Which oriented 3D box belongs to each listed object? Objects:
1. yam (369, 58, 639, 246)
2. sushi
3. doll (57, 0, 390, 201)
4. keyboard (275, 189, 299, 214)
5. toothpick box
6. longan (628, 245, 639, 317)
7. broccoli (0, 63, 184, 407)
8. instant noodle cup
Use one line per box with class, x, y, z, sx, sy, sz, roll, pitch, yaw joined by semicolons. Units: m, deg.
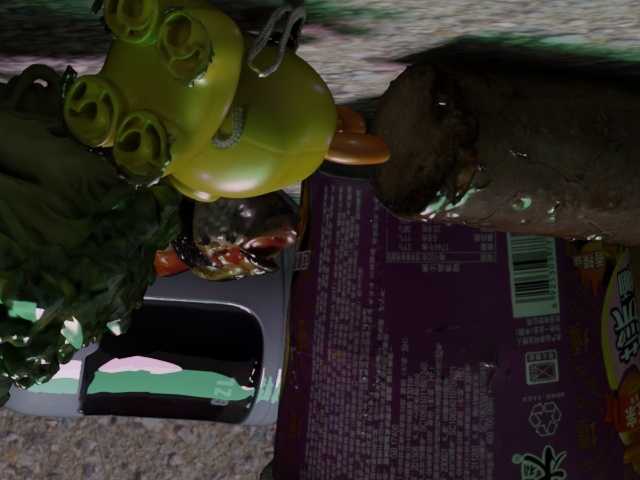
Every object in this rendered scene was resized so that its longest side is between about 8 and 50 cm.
yam;0.176;-0.058;1.293;0.280;0.131;0.131;5;172;-33
sushi;-0.091;-0.021;1.695;0.226;0.097;0.103;-2;143;45
doll;-0.053;-0.087;1.114;0.143;0.135;0.221;33;-162;29
keyboard;0.001;-0.001;1.757;0.176;0.014;0.055;44;172;0
toothpick box;-0.213;0.064;1.970;0.355;0.263;0.263;3;173;-16
longan;0.364;0.094;1.890;0.319;0.319;0.319;0;174;0
broccoli;-0.252;0.007;1.190;0.334;0.272;0.324;-10;171;38
instant noodle cup;0.108;0.063;1.495;0.340;0.266;0.340;-3;-172;0
